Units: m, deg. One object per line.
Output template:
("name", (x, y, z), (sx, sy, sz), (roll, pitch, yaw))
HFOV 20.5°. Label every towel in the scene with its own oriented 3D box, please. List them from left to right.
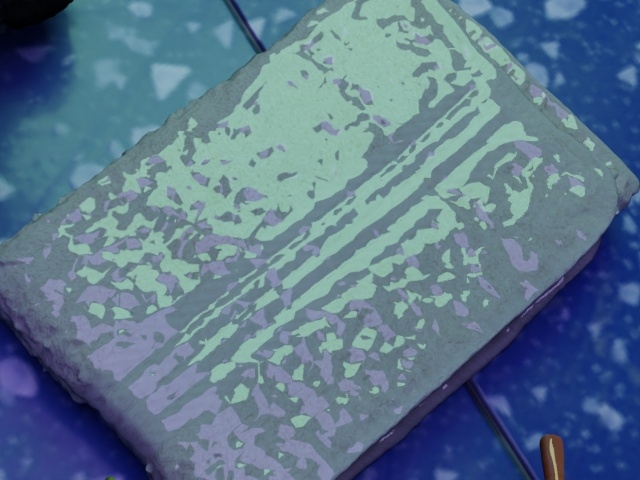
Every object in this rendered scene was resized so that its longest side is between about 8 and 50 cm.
("towel", (0.000, 0.000, 0.830), (0.282, 0.049, 0.187), (-39, 76, -23))

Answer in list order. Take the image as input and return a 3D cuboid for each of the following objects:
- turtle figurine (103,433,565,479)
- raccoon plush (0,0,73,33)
("turtle figurine", (-0.008, 0.176, 0.719), (0.217, 0.087, 0.269), (26, 71, -19))
("raccoon plush", (-0.255, -0.249, 0.755), (0.216, 0.299, 0.446), (-28, 73, -21))
